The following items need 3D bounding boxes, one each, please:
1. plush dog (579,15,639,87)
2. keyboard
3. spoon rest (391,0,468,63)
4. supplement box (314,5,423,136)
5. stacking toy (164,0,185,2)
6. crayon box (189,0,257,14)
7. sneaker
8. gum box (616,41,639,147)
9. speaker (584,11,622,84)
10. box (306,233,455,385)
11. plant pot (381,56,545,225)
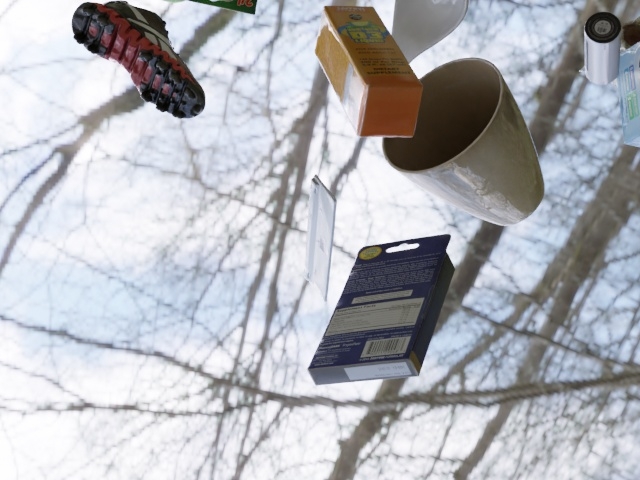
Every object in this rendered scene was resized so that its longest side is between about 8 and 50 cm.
[{"bbox_3d":[0.648,-0.312,2.268,0.225,0.210,0.262,48,-132,6],"label":"plush dog"},{"bbox_3d":[0.000,0.000,2.024,0.014,0.256,0.072,-25,-126,-25],"label":"keyboard"},{"bbox_3d":[0.177,-0.380,2.139,0.137,0.276,0.084,34,-140,14],"label":"spoon rest"},{"bbox_3d":[0.058,-0.221,1.517,0.078,0.080,0.233,-2,-146,-16],"label":"supplement box"},{"bbox_3d":[-0.307,-0.562,2.244,0.309,0.130,0.279,39,-125,-4],"label":"stacking toy"},{"bbox_3d":[-0.205,-0.667,2.569,0.202,0.081,0.319,10,-100,-4],"label":"crayon box"},{"bbox_3d":[-0.286,-0.317,2.009,0.276,0.098,0.135,40,-142,8],"label":"sneaker"},{"bbox_3d":[0.543,-0.252,1.850,0.041,0.184,0.157,9,-111,-28],"label":"gum box"},{"bbox_3d":[0.432,-0.292,1.810,0.055,0.136,0.055,-4,-110,11],"label":"speaker"},{"bbox_3d":[0.081,0.081,1.428,0.136,0.037,0.225,-9,-144,30],"label":"box"},{"bbox_3d":[0.296,-0.153,2.186,0.274,0.256,0.257,41,-155,-36],"label":"plant pot"}]
